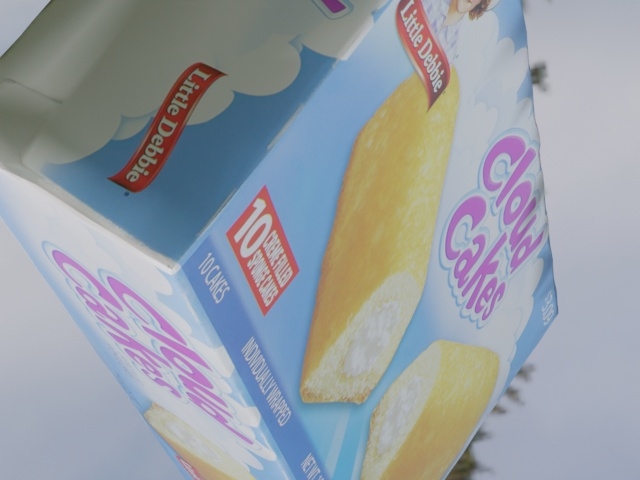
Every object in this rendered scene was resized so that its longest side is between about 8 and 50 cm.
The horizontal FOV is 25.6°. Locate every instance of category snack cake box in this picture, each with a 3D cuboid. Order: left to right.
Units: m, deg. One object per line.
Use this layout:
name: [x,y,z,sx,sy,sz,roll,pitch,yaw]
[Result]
snack cake box: [0.000,0.000,0.476,0.089,0.264,0.152,29,-111,27]
